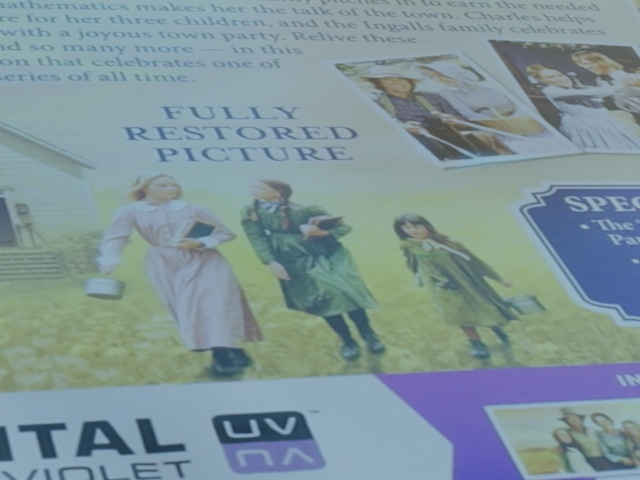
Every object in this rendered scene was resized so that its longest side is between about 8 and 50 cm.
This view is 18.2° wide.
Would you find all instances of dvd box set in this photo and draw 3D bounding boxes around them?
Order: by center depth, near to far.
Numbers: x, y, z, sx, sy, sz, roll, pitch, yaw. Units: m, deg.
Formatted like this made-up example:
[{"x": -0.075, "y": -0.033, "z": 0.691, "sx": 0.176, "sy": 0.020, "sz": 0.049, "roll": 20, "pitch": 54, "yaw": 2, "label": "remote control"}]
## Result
[{"x": 0.000, "y": 0.000, "z": 0.451, "sx": 0.308, "sy": 0.062, "sz": 0.420, "roll": -1, "pitch": 31, "yaw": -19, "label": "dvd box set"}]
